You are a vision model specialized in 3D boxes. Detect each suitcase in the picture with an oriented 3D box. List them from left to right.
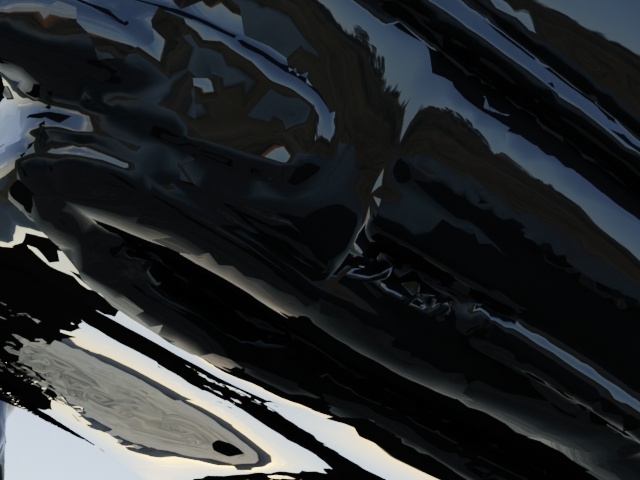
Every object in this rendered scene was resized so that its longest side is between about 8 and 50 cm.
[{"bbox_3d":[0.000,0.000,0.518,0.339,0.188,0.345,33,-23,-23],"label":"suitcase"}]

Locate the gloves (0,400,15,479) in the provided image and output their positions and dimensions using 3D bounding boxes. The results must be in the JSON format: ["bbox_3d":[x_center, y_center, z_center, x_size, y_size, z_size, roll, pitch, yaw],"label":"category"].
[{"bbox_3d":[-0.214,0.079,0.674,0.124,0.203,0.164,-22,-41,35],"label":"gloves"}]
